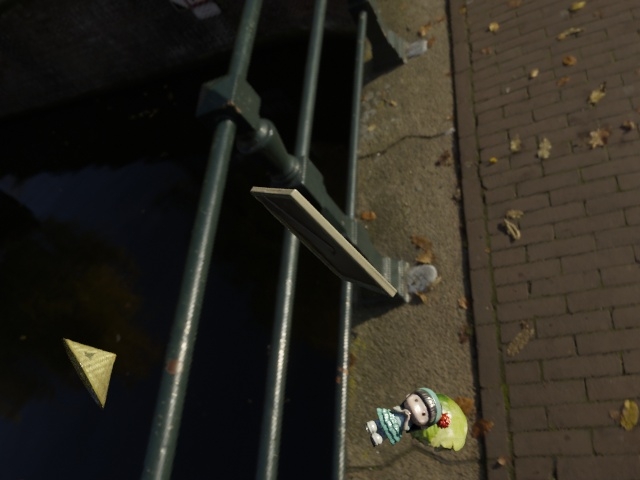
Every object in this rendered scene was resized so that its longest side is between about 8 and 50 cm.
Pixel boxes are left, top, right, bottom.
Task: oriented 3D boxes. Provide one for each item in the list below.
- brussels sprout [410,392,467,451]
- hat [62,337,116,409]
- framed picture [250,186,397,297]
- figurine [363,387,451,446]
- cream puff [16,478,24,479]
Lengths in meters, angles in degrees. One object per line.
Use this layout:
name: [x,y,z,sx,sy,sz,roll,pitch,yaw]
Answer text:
brussels sprout: [0.288,0.437,1.488,0.151,0.149,0.122,-146,65,-77]
hat: [-0.398,0.224,1.095,0.067,0.146,0.146,-30,43,-29]
framed picture: [0.000,0.000,1.186,0.020,0.289,0.211,-52,24,-13]
figurine: [0.111,0.233,0.787,0.106,0.047,0.060,-24,59,-5]
cream puff: [-0.532,0.546,1.055,0.165,0.239,0.239,29,76,0]
